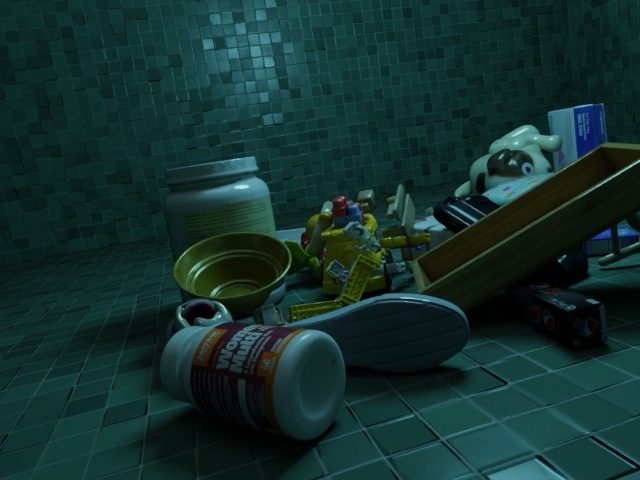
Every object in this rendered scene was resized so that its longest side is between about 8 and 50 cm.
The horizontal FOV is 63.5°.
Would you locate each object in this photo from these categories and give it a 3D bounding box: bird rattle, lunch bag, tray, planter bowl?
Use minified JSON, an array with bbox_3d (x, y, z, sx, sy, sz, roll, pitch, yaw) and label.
[{"bbox_3d":[0.000,0.000,1.318,0.143,0.207,0.253,25,19,6],"label":"bird rattle"},{"bbox_3d":[0.609,-0.106,1.449,0.262,0.160,0.223,-5,9,-12],"label":"lunch bag"},{"bbox_3d":[0.353,-0.018,0.879,0.410,0.076,0.203,-34,7,12],"label":"tray"},{"bbox_3d":[-0.158,0.076,0.969,0.216,0.091,0.217,-3,32,2],"label":"planter bowl"}]

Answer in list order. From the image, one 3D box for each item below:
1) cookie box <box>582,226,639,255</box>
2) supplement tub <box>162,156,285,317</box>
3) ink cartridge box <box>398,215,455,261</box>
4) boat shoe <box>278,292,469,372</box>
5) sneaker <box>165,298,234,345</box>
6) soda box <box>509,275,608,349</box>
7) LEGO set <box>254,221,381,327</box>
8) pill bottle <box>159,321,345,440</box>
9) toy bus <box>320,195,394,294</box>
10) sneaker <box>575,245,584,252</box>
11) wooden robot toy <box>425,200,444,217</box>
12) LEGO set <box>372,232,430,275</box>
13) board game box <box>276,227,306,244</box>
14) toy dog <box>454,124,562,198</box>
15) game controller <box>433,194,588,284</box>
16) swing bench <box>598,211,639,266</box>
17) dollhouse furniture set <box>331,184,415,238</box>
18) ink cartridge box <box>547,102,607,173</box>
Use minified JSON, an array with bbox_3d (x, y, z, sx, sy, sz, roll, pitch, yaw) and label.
[{"bbox_3d":[0.628,0.002,1.139,0.107,0.040,0.092,-6,10,16],"label":"cookie box"},{"bbox_3d":[-0.215,-0.011,1.153,0.235,0.325,0.235,-9,10,1],"label":"supplement tub"},{"bbox_3d":[0.328,-0.003,1.270,0.171,0.100,0.237,-14,11,-22],"label":"ink cartridge box"},{"bbox_3d":[0.059,0.129,0.747,0.302,0.109,0.094,-9,7,17],"label":"boat shoe"},{"bbox_3d":[-0.196,0.146,0.860,0.102,0.111,0.252,-15,11,-32],"label":"sneaker"},{"bbox_3d":[0.344,0.102,0.765,0.053,0.060,0.169,-13,10,-5],"label":"soda box"},{"bbox_3d":[0.005,0.101,0.981,0.287,0.132,0.107,-42,2,-16],"label":"LEGO set"},{"bbox_3d":[-0.089,0.163,0.636,0.221,0.121,0.121,-2,12,36],"label":"pill bottle"},{"bbox_3d":[0.075,0.002,1.158,0.149,0.212,0.220,-8,8,14],"label":"toy bus"},{"bbox_3d":[0.522,-0.035,1.194,0.108,0.130,0.286,-6,11,8],"label":"sneaker"},{"bbox_3d":[0.466,-0.104,1.841,0.173,0.077,0.079,-2,1,34],"label":"wooden robot toy"},{"bbox_3d":[0.197,0.025,1.086,0.093,0.087,0.227,-11,-7,33],"label":"LEGO set"},{"bbox_3d":[-0.170,0.024,1.735,0.389,0.051,0.390,-6,10,16],"label":"board game box"},{"bbox_3d":[0.658,-0.232,1.785,0.394,0.285,0.408,-10,11,14],"label":"toy dog"},{"bbox_3d":[0.385,-0.009,1.069,0.166,0.067,0.319,-4,32,-34],"label":"game controller"},{"bbox_3d":[0.649,-0.019,0.876,0.254,0.165,0.253,-8,9,6],"label":"swing bench"},{"bbox_3d":[0.133,-0.073,1.262,0.151,0.144,0.123,-11,38,26],"label":"dollhouse furniture set"},{"bbox_3d":[0.879,-0.293,1.773,0.071,0.325,0.330,-9,9,8],"label":"ink cartridge box"}]
